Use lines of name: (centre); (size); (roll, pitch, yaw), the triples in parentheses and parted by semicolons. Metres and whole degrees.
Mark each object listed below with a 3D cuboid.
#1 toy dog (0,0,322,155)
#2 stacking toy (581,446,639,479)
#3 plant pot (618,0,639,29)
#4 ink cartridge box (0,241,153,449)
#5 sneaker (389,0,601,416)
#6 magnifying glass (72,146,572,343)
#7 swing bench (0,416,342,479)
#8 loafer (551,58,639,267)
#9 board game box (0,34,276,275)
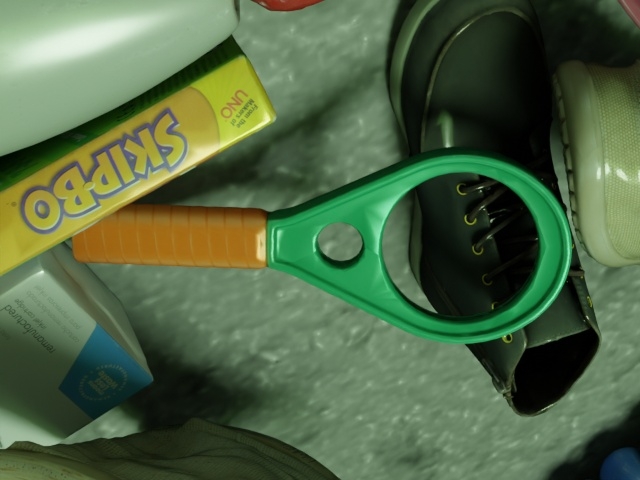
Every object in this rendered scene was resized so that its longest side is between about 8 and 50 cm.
toy dog: (-0.088, -0.125, 0.463); (0.334, 0.220, 0.161); (-29, 105, -12)
stacking toy: (0.264, 0.152, 0.930); (0.141, 0.141, 0.330); (30, 104, -42)
plant pot: (0.232, -0.172, 0.575); (0.180, 0.201, 0.201); (-37, 138, -15)
ink cartridge box: (-0.184, 0.071, 0.652); (0.180, 0.060, 0.104); (-33, 137, 2)
sneaker: (0.097, -0.021, 0.677); (0.083, 0.118, 0.222); (-20, 135, -11)
magnifying glass: (0.000, 0.000, 0.643); (0.231, 0.026, 0.092); (2, 108, 2)
swing bench: (-0.119, 0.183, 0.646); (0.255, 0.165, 0.253); (-40, 166, 8)
loafer: (0.191, -0.032, 0.696); (0.092, 0.102, 0.268); (-13, 164, 26)
board game box: (-0.141, -0.007, 0.556); (0.259, 0.124, 0.039); (-27, 105, 0)
